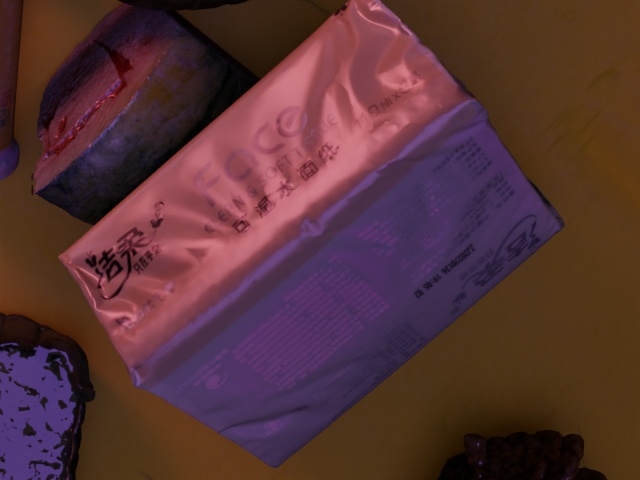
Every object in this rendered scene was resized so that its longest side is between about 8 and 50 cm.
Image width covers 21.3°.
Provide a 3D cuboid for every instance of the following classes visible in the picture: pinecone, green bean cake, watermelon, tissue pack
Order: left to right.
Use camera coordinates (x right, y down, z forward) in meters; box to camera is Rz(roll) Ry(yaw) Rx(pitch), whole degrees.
[{"bbox_3d":[-0.351,0.195,1.796,0.222,0.125,0.227,4,104,-6],"label":"green bean cake"},{"bbox_3d":[-0.179,-0.122,1.734,0.213,0.201,0.261,-49,148,7],"label":"watermelon"},{"bbox_3d":[0.000,0.000,1.683,0.405,0.205,0.332,-41,149,4],"label":"tissue pack"},{"bbox_3d":[0.223,0.339,1.860,0.244,0.244,0.309,-36,118,4],"label":"pinecone"}]

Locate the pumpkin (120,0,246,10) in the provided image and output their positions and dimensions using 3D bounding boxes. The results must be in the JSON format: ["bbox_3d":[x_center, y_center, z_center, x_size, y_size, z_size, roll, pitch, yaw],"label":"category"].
[{"bbox_3d":[-0.110,-0.352,1.646,0.325,0.242,0.232,-48,135,3],"label":"pumpkin"}]

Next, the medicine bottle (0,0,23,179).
[{"bbox_3d":[-0.322,-0.260,1.611,0.108,0.108,0.426,7,122,-9],"label":"medicine bottle"}]
